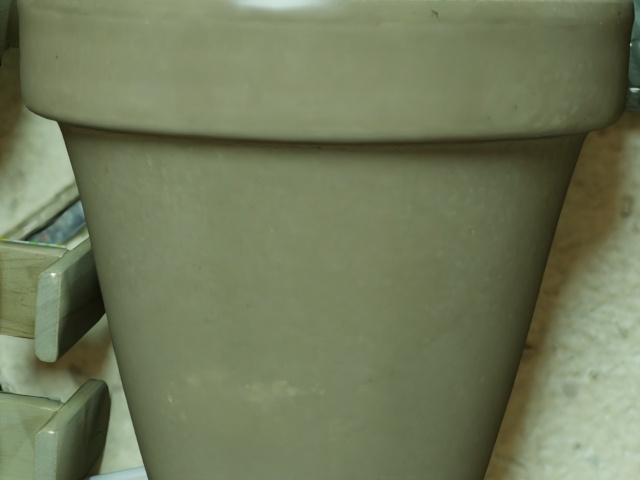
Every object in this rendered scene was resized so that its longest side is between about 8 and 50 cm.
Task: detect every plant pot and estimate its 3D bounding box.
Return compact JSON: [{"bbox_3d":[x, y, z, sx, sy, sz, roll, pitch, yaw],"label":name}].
[{"bbox_3d":[0.000,0.000,0.737,0.263,0.263,0.229,2,101,6],"label":"plant pot"}]

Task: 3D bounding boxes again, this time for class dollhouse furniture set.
[{"bbox_3d":[-0.204,-0.011,0.817,0.212,0.161,0.242,6,104,7],"label":"dollhouse furniture set"}]

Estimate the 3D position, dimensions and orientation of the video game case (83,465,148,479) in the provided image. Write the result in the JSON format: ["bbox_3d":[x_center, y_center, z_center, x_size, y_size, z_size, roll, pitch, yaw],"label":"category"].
[{"bbox_3d":[-0.130,0.217,0.808,0.212,0.023,0.193,-12,80,5],"label":"video game case"}]

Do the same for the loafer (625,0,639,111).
[{"bbox_3d":[0.222,-0.147,0.805,0.251,0.087,0.094,-29,106,12],"label":"loafer"}]
